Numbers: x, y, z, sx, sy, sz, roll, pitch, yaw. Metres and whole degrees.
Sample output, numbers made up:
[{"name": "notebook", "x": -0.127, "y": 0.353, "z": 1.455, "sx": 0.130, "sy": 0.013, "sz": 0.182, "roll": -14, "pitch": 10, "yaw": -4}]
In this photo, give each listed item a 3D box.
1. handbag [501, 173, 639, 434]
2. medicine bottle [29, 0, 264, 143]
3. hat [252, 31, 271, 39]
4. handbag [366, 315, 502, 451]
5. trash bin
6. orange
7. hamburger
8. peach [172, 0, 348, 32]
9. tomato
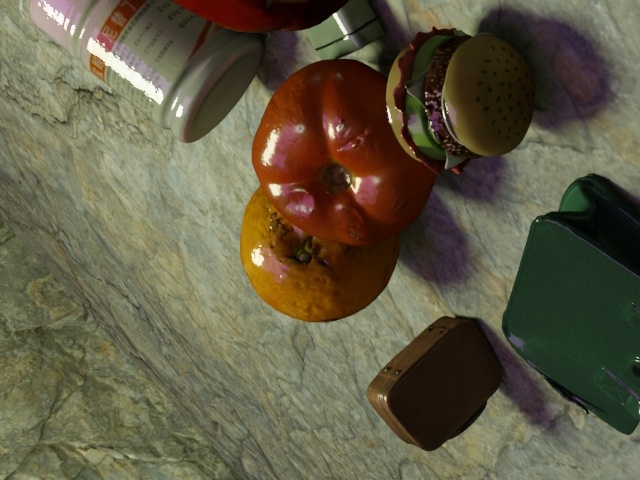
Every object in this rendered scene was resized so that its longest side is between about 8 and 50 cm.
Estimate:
[{"name": "handbag", "x": 0.346, "y": 0.092, "z": 1.496, "sx": 0.238, "sy": 0.089, "sz": 0.326, "roll": 42, "pitch": 154, "yaw": 22}, {"name": "medicine bottle", "x": -0.266, "y": -0.317, "z": 1.865, "sx": 0.316, "sy": 0.202, "sz": 0.202, "roll": 38, "pitch": 154, "yaw": 8}, {"name": "hat", "x": -0.095, "y": -0.347, "z": 1.759, "sx": 0.121, "sy": 0.050, "sz": 0.121, "roll": 46, "pitch": 154, "yaw": 29}, {"name": "handbag", "x": 0.177, "y": 0.221, "z": 1.845, "sx": 0.151, "sy": 0.193, "sz": 0.072, "roll": 57, "pitch": 158, "yaw": -18}, {"name": "trash bin", "x": 0.013, "y": -0.308, "z": 1.604, "sx": 0.130, "sy": 0.059, "sz": 0.116, "roll": 60, "pitch": 154, "yaw": -11}, {"name": "orange", "x": 0.000, "y": 0.000, "z": 1.818, "sx": 0.246, "sy": 0.246, "sz": 0.246, "roll": 41, "pitch": 153, "yaw": 26}, {"name": "hamburger", "x": 0.170, "y": -0.165, "z": 1.397, "sx": 0.137, "sy": 0.175, "sz": 0.175, "roll": -2, "pitch": 122, "yaw": 46}, {"name": "peach", "x": -0.080, "y": -0.432, "z": 1.268, "sx": 0.353, "sy": 0.339, "sz": 0.416, "roll": 43, "pitch": 149, "yaw": 21}, {"name": "tomato", "x": 0.039, "y": -0.123, "z": 1.622, "sx": 0.259, "sy": 0.180, "sz": 0.260, "roll": 8, "pitch": 128, "yaw": 10}]
